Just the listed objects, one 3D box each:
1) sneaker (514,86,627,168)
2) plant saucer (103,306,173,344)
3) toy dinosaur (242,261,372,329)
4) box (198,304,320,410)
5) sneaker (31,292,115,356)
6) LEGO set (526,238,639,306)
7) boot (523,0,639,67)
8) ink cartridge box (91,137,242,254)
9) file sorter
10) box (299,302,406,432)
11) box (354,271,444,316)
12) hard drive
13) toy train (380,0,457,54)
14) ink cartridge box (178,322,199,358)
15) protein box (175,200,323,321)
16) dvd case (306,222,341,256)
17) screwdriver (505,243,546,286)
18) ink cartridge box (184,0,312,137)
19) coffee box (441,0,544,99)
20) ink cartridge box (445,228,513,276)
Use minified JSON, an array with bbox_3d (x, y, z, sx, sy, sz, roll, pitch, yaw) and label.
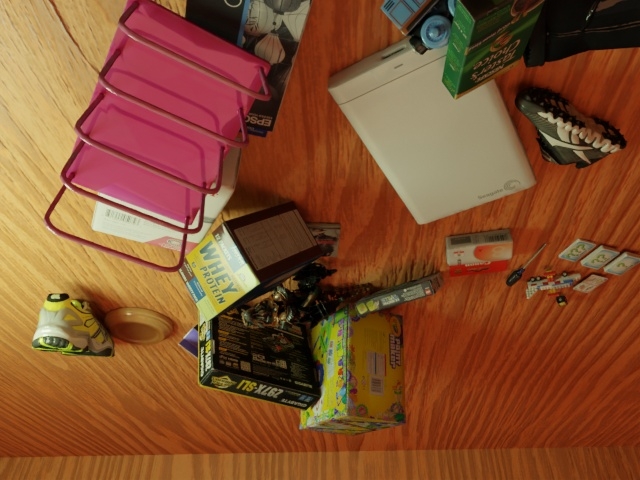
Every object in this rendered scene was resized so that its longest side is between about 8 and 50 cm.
[{"bbox_3d":[0.408,-0.180,0.909,0.235,0.078,0.106,17,139,-24],"label":"sneaker"},{"bbox_3d":[-0.538,0.260,1.563,0.200,0.037,0.199,1,145,0],"label":"plant saucer"},{"bbox_3d":[-0.035,0.145,1.340,0.322,0.164,0.218,-32,167,-20],"label":"toy dinosaur"},{"bbox_3d":[-0.167,0.301,1.422,0.322,0.257,0.079,23,119,-29],"label":"box"},{"bbox_3d":[-0.660,0.246,1.472,0.145,0.147,0.384,2,162,-6],"label":"sneaker"},{"bbox_3d":[0.639,0.100,1.314,0.183,0.060,0.244,14,142,-12],"label":"LEGO set"},{"bbox_3d":[0.371,-0.339,0.675,0.207,0.094,0.246,-8,147,15],"label":"boot"},{"bbox_3d":[-0.286,-0.099,0.970,0.207,0.117,0.283,17,148,-21],"label":"ink cartridge box"},{"bbox_3d":[-0.215,-0.132,0.707,0.202,0.182,0.290,22,115,-23],"label":"file sorter"},{"bbox_3d":[0.082,0.364,1.456,0.177,0.289,0.279,15,150,-22],"label":"box"},{"bbox_3d":[0.199,0.134,1.328,0.207,0.036,0.114,-21,179,26],"label":"box"},{"bbox_3d":[0.202,-0.182,0.904,0.233,0.047,0.353,-20,134,25],"label":"hard drive"},{"bbox_3d":[0.170,-0.332,0.685,0.105,0.080,0.184,47,123,-1],"label":"toy train"},{"bbox_3d":[-0.272,0.306,1.449,0.206,0.208,0.045,38,93,-2],"label":"ink cartridge box"},{"bbox_3d":[-0.145,0.041,1.091,0.200,0.135,0.201,-36,171,39],"label":"protein box"},{"bbox_3d":[0.000,0.000,1.217,0.087,0.013,0.119,2,143,-2],"label":"dvd case"},{"bbox_3d":[0.503,0.063,1.289,0.024,0.025,0.169,9,144,-12],"label":"screwdriver"},{"bbox_3d":[-0.127,-0.271,0.805,0.166,0.065,0.332,9,144,-13],"label":"ink cartridge box"},{"bbox_3d":[0.222,-0.265,0.684,0.113,0.040,0.184,-29,165,-2],"label":"coffee box"},{"bbox_3d":[0.375,0.047,1.253,0.146,0.045,0.179,-8,141,12],"label":"ink cartridge box"}]
